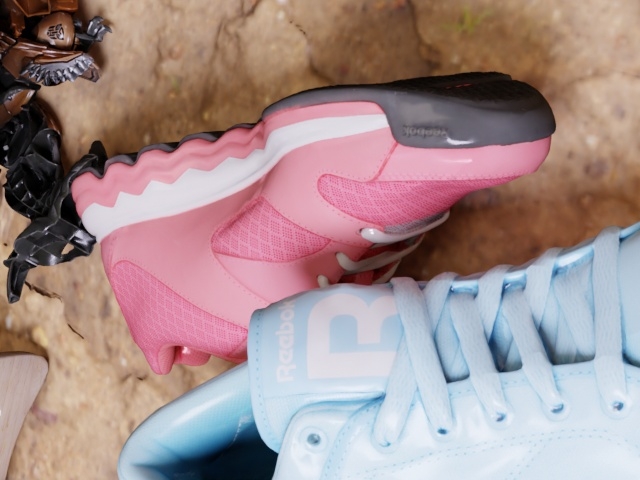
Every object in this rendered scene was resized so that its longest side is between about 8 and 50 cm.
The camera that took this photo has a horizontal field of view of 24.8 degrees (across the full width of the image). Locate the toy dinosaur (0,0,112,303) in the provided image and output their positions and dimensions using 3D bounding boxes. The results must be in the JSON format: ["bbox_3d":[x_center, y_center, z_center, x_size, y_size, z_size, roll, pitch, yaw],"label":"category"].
[{"bbox_3d":[-0.215,-0.082,0.920,0.218,0.164,0.322,55,140,45],"label":"toy dinosaur"}]

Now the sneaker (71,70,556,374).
[{"bbox_3d":[0.000,0.000,0.740,0.314,0.116,0.136,-13,89,47],"label":"sneaker"}]

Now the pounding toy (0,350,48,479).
[{"bbox_3d":[-0.231,0.193,0.898,0.155,0.154,0.270,9,75,41],"label":"pounding toy"}]

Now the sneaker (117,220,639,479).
[{"bbox_3d":[0.049,0.070,0.626,0.366,0.150,0.135,-35,40,34],"label":"sneaker"}]
